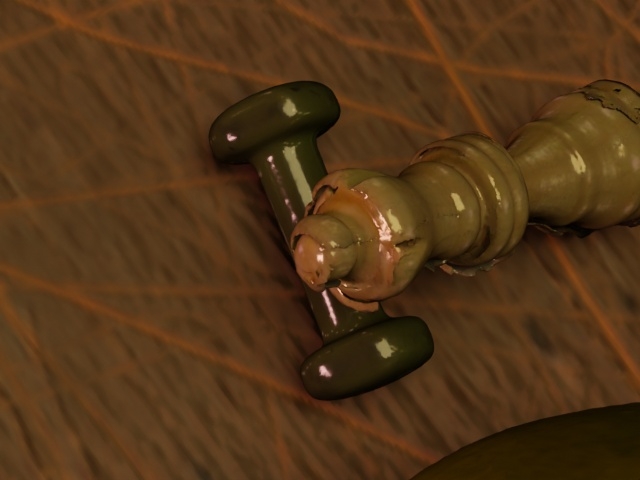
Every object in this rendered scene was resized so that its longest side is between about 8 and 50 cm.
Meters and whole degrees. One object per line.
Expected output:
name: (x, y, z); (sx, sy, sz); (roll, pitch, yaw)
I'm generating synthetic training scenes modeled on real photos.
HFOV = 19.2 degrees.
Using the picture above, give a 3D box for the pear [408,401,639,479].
pear: (0.096, 0.186, 0.560); (0.294, 0.294, 0.294); (3, 75, -13)

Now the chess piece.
chess piece: (0.055, -0.014, 0.681); (0.172, 0.060, 0.060); (-19, 80, -41)

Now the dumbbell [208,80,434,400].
dumbbell: (0.000, 0.000, 0.701); (0.052, 0.046, 0.118); (-23, 81, 11)
